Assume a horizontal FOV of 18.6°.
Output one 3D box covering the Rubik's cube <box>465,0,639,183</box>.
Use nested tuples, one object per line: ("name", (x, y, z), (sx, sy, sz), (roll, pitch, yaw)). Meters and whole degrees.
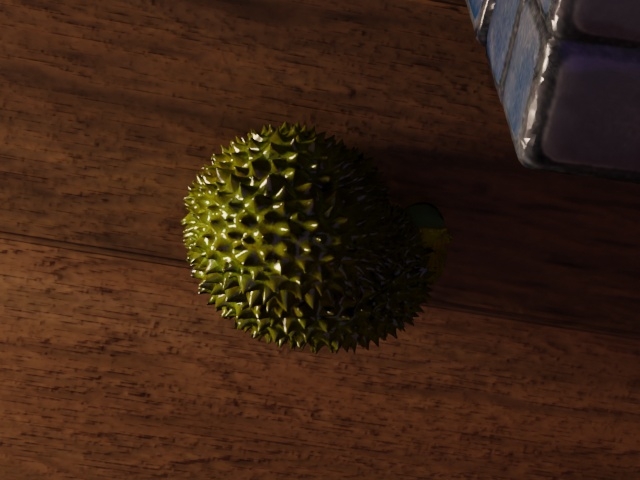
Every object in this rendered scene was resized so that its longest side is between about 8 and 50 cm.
("Rubik's cube", (0.293, -0.236, 1.206), (0.344, 0.337, 0.344), (7, 119, -7))

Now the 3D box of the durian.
("durian", (-0.011, 0.010, 1.425), (0.198, 0.146, 0.159), (39, 112, -17))
